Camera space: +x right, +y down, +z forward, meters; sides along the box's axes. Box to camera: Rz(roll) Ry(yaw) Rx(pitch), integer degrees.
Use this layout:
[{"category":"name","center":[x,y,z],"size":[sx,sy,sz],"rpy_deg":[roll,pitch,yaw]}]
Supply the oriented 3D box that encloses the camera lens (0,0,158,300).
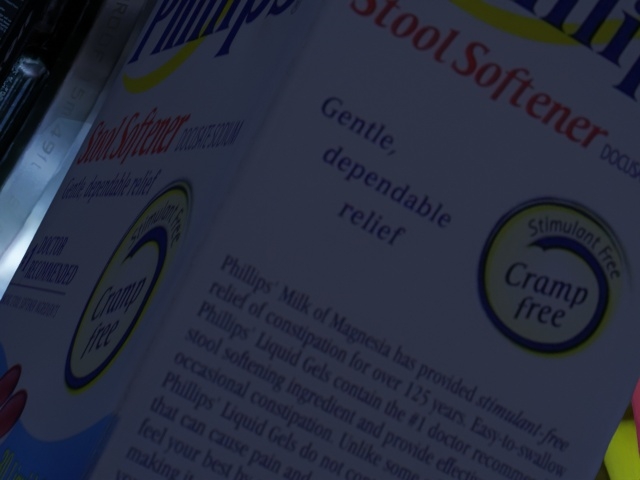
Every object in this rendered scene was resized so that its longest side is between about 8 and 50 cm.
[{"category":"camera lens","center":[-0.038,-0.019,0.906],"size":[0.274,0.219,0.219],"rpy_deg":[29,171,-17]}]

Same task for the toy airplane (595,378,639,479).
[{"category":"toy airplane","center":[0.187,0.156,0.795],"size":[0.386,0.384,0.272],"rpy_deg":[29,-176,-22]}]

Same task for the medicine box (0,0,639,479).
[{"category":"medicine box","center":[0.000,0.000,0.662],"size":[0.149,0.289,0.263],"rpy_deg":[28,171,-18]}]

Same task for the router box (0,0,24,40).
[{"category":"router box","center":[-0.294,-0.166,1.248],"size":[0.243,0.081,0.309],"rpy_deg":[17,167,47]}]
